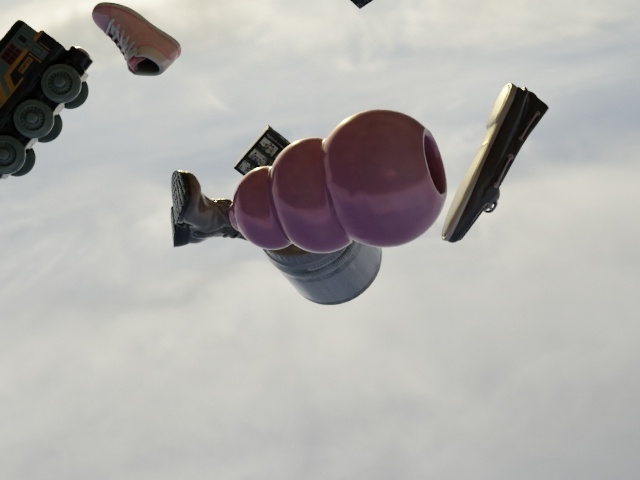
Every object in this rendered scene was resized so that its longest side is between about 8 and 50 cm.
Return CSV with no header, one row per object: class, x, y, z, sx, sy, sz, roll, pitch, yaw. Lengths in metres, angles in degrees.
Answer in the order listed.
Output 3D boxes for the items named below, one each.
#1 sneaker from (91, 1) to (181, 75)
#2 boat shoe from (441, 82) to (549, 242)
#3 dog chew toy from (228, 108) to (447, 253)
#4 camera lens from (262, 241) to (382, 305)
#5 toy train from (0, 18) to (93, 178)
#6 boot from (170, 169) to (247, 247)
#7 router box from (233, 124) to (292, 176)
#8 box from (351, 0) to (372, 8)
sneaker,-0.264,-0.275,1.343,0.134,0.051,0.070,29,-130,-8
boat shoe,0.337,-0.137,1.859,0.095,0.335,0.112,25,176,-5
dog chew toy,0.016,-0.073,1.458,0.332,0.206,0.206,-14,-154,20
camera lens,0.000,0.000,2.064,0.219,0.274,0.219,-8,-116,16
toy train,-0.599,-0.270,1.911,0.334,0.190,0.142,-52,-176,-1
boot,-0.174,-0.059,1.673,0.161,0.246,0.083,-5,-109,-11
router box,-0.102,-0.175,2.383,0.133,0.179,0.046,-47,-166,17
box,0.088,-0.558,2.159,0.067,0.083,0.018,-28,-129,29
